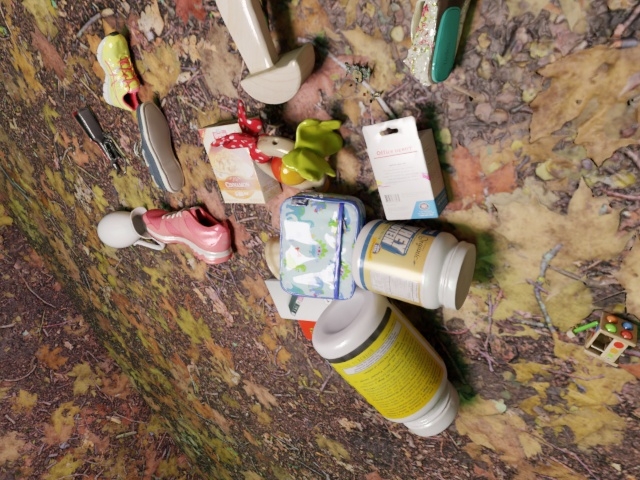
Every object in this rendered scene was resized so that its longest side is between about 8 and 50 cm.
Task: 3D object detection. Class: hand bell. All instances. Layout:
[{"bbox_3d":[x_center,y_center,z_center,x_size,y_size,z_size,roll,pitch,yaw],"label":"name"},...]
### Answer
[{"bbox_3d":[0.000,0.000,0.950,0.242,0.126,0.126,-28,100,33],"label":"hand bell"}]

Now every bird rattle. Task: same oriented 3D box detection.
[{"bbox_3d":[-0.078,-0.160,0.838,0.253,0.143,0.207,8,158,19],"label":"bird rattle"}]

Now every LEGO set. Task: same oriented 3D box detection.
[{"bbox_3d":[0.075,-0.283,0.732,0.054,0.023,0.083,-5,129,43],"label":"LEGO set"}]

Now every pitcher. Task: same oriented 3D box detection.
[{"bbox_3d":[-0.646,-0.024,1.427,0.207,0.126,0.178,-8,129,30],"label":"pitcher"}]

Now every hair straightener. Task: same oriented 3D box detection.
[{"bbox_3d":[-0.677,-0.304,1.296,0.089,0.047,0.231,-7,115,42],"label":"hair straightener"}]

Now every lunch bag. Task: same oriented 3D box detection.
[{"bbox_3d":[0.006,0.010,0.862,0.176,0.090,0.219,8,105,13],"label":"lunch bag"}]

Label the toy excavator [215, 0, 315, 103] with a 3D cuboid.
[{"bbox_3d":[-0.099,-0.472,0.586,0.433,0.222,0.445,39,141,-18],"label":"toy excavator"}]

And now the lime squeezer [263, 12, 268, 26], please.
[{"bbox_3d":[-0.152,-0.419,0.790,0.110,0.059,0.310,-23,104,45],"label":"lime squeezer"}]

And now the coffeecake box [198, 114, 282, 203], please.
[{"bbox_3d":[-0.185,-0.184,0.970,0.142,0.068,0.186,5,121,38],"label":"coffeecake box"}]

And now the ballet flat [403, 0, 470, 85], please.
[{"bbox_3d":[0.166,-0.340,0.575,0.077,0.091,0.241,45,138,37],"label":"ballet flat"}]

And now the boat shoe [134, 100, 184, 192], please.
[{"bbox_3d":[-0.443,-0.246,1.120,0.079,0.095,0.255,8,133,21],"label":"boat shoe"}]

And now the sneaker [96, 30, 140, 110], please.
[{"bbox_3d":[-0.497,-0.421,1.056,0.094,0.081,0.209,32,141,7],"label":"sneaker"}]

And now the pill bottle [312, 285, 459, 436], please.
[{"bbox_3d":[0.152,0.269,0.912,0.334,0.188,0.188,48,138,-16],"label":"pill bottle"}]

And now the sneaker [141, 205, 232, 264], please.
[{"bbox_3d":[-0.382,-0.052,1.212,0.313,0.116,0.136,22,121,17],"label":"sneaker"}]

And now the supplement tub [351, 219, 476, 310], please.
[{"bbox_3d":[0.175,0.045,0.787,0.199,0.144,0.144,13,126,31],"label":"supplement tub"}]

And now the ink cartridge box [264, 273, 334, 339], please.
[{"bbox_3d":[0.005,0.192,1.090,0.275,0.060,0.239,-4,115,40],"label":"ink cartridge box"}]

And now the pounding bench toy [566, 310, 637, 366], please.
[{"bbox_3d":[0.468,0.154,0.695,0.083,0.052,0.065,25,132,23],"label":"pounding bench toy"}]

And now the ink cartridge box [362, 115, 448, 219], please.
[{"bbox_3d":[0.152,-0.132,0.741,0.104,0.061,0.181,-1,119,39],"label":"ink cartridge box"}]
